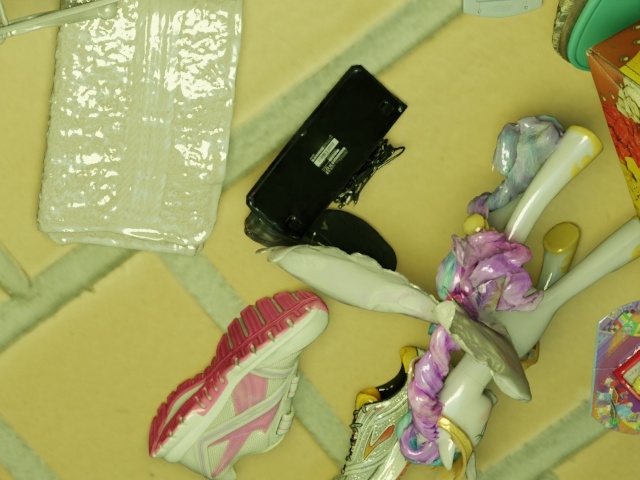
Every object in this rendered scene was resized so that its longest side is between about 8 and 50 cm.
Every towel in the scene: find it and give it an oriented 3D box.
[{"bbox_3d":[-0.185,-0.123,1.588,0.187,0.049,0.282,5,108,-9],"label":"towel"}]

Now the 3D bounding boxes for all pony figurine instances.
[{"bbox_3d":[0.159,0.055,1.561,0.363,0.303,0.351,-53,136,-8],"label":"pony figurine"}]

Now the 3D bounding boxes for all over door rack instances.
[{"bbox_3d":[-0.206,-0.327,1.446,0.324,0.108,0.239,-12,100,20],"label":"over door rack"}]

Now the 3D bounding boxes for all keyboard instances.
[{"bbox_3d":[0.011,-0.081,1.616,0.100,0.038,0.192,42,79,-11],"label":"keyboard"}]

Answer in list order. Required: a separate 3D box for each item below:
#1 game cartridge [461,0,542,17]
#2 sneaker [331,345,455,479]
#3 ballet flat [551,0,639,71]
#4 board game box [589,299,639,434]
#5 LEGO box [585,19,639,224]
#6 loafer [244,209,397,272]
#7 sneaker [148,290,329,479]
[{"bbox_3d":[0.185,-0.257,1.601,0.083,0.017,0.056,-5,106,-5],"label":"game cartridge"},{"bbox_3d":[0.061,0.210,1.723,0.093,0.088,0.225,37,94,-10],"label":"sneaker"},{"bbox_3d":[0.370,-0.358,1.476,0.164,0.182,0.483,0,152,-31],"label":"ballet flat"},{"bbox_3d":[0.375,0.149,1.756,0.133,0.033,0.168,0,110,-6],"label":"board game box"},{"bbox_3d":[0.556,-0.125,1.513,0.500,0.193,0.372,-29,126,-6],"label":"LEGO box"},{"bbox_3d":[0.000,0.000,1.655,0.170,0.062,0.061,26,144,-15],"label":"loafer"},{"bbox_3d":[-0.070,0.159,1.681,0.111,0.103,0.252,37,108,-21],"label":"sneaker"}]
